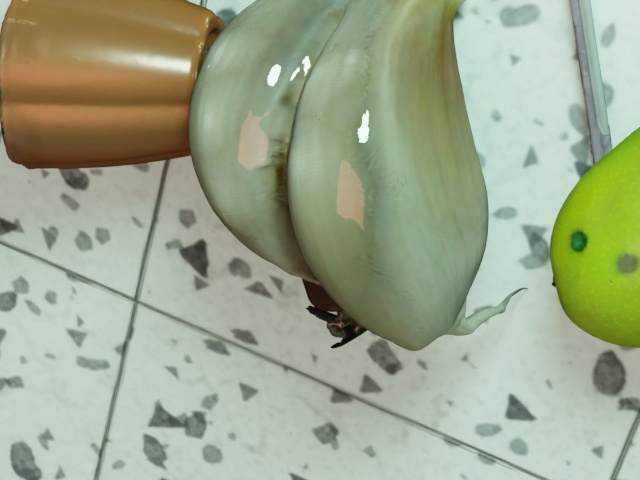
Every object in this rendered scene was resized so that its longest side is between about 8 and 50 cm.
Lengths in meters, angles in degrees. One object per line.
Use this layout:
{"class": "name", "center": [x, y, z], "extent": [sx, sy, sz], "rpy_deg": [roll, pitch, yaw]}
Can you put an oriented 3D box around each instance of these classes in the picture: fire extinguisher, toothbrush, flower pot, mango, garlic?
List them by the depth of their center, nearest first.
{"class": "mango", "center": [0.315, -0.025, 1.431], "extent": [0.293, 0.143, 0.175], "rpy_deg": [-35, 99, 23]}
{"class": "toothbrush", "center": [0.204, -0.225, 1.445], "extent": [0.029, 0.024, 0.354], "rpy_deg": [0, 114, 29]}
{"class": "garlic", "center": [0.020, -0.051, 1.484], "extent": [0.231, 0.246, 0.340], "rpy_deg": [-3, 115, 29]}
{"class": "flower pot", "center": [-0.178, -0.146, 1.567], "extent": [0.173, 0.190, 0.190], "rpy_deg": [7, 117, 9]}
{"class": "fire extinguisher", "center": [0.000, 0.000, 1.622], "extent": [0.099, 0.071, 0.231], "rpy_deg": [10, 123, 50]}
